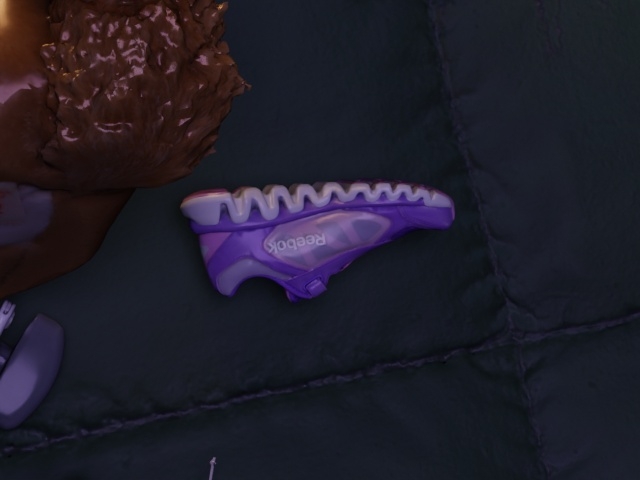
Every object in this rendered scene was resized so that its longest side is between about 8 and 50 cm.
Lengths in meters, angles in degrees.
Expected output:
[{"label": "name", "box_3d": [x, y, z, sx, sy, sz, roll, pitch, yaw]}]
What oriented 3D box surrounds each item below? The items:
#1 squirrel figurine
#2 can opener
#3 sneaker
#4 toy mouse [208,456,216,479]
[{"label": "squirrel figurine", "box_3d": [-0.227, -0.201, 1.402, 0.281, 0.397, 0.370, 28, 52, -47]}, {"label": "can opener", "box_3d": [-0.309, 0.176, 1.489, 0.093, 0.074, 0.280, 31, 81, -7]}, {"label": "sneaker", "box_3d": [0.000, 0.000, 1.558, 0.236, 0.095, 0.104, -5, 93, -6]}, {"label": "toy mouse", "box_3d": [-0.091, 0.291, 1.531, 0.143, 0.031, 0.161, 42, 89, 8]}]
